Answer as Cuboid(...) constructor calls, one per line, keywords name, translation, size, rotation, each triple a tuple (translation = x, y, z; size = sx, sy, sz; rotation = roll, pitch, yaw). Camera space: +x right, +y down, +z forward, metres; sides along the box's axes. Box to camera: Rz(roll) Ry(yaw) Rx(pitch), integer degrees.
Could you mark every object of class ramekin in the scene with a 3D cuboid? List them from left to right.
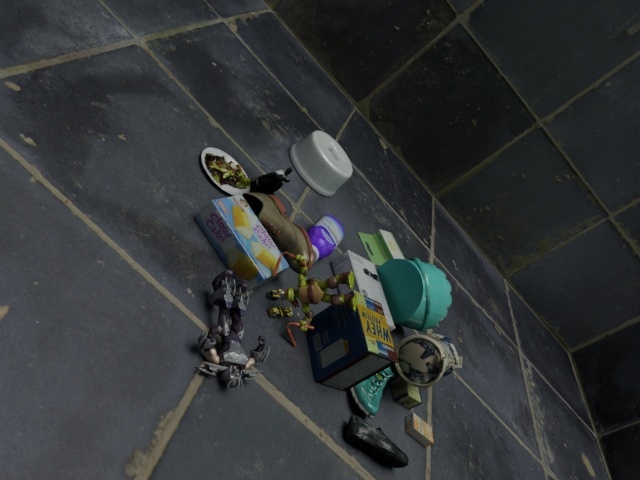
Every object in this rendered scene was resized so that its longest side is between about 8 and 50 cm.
Cuboid(name="ramekin", translation=(0.011, -0.336, 2.209), size=(0.277, 0.135, 0.277), rotation=(37, 31, -27))

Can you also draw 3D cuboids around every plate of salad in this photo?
Cuboid(name="plate of salad", translation=(-0.300, -0.228, 1.682), size=(0.200, 0.048, 0.199), rotation=(38, 31, -28))

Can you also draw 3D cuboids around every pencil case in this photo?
Cuboid(name="pencil case", translation=(0.366, 0.394, 1.739), size=(0.410, 0.184, 0.159), rotation=(25, 63, -68))

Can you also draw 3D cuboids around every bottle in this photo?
Cuboid(name="bottle", translation=(0.000, 0.000, 1.831), size=(0.118, 0.092, 0.283), rotation=(52, 27, -5))

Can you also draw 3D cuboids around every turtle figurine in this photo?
Cuboid(name="turtle figurine", translation=(-0.011, 0.158, 1.435), size=(0.087, 0.218, 0.269), rotation=(-25, 110, -76))

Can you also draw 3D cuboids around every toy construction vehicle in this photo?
Cuboid(name="toy construction vehicle", translation=(-0.115, 0.182, 1.494), size=(0.098, 0.035, 0.085), rotation=(18, 43, -49))

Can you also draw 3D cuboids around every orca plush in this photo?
Cuboid(name="orca plush", translation=(-0.146, -0.183, 1.749), size=(0.287, 0.151, 0.102), rotation=(6, -65, 70))

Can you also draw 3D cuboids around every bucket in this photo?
Cuboid(name="bucket", translation=(0.333, 0.197, 1.947), size=(0.183, 0.281, 0.281), rotation=(15, 45, -47))

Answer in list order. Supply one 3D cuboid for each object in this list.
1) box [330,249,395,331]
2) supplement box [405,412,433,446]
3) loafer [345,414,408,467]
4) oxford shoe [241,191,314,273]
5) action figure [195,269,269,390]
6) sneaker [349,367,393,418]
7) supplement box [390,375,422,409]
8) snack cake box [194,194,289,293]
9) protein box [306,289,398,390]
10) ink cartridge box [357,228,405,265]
Cuboid(name="box", translation=(0.148, 0.190, 1.844), size=(0.169, 0.087, 0.289), rotation=(28, 36, -40))
Cuboid(name="supplement box", translation=(0.318, 0.609, 1.664), size=(0.098, 0.036, 0.062), rotation=(42, 28, -21))
Cuboid(name="loafer", translation=(0.162, 0.558, 1.433), size=(0.223, 0.076, 0.078), rotation=(38, 38, -20))
Cuboid(name="oxford shoe", translation=(-0.144, -0.025, 1.585), size=(0.130, 0.123, 0.348), rotation=(14, 27, -46))
Cuboid(name="action figure", translation=(-0.212, 0.221, 1.229), size=(0.185, 0.099, 0.284), rotation=(33, 36, -44))
Cuboid(name="sneaker", translation=(0.162, 0.415, 1.570), size=(0.107, 0.110, 0.275), rotation=(46, 28, -13))
Cuboid(name="supplement box", translation=(0.286, 0.501, 1.720), size=(0.083, 0.056, 0.083), rotation=(36, 30, -30))
Cuboid(name="snack cake box", translation=(-0.221, 0.005, 1.480), size=(0.264, 0.089, 0.152), rotation=(56, 28, 5))
Cuboid(name="protein box", translation=(0.083, 0.290, 1.492), size=(0.136, 0.201, 0.199), rotation=(29, 35, -39))
Cuboid(name="ink cartridge box", translation=(0.275, 0.033, 2.276), size=(0.235, 0.056, 0.171), rotation=(13, 47, -55))
